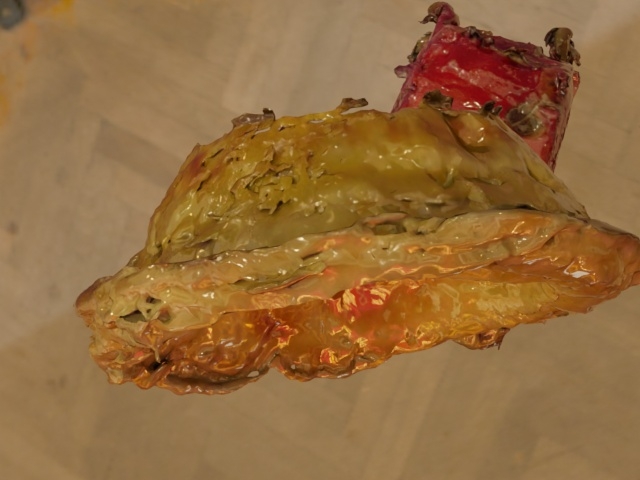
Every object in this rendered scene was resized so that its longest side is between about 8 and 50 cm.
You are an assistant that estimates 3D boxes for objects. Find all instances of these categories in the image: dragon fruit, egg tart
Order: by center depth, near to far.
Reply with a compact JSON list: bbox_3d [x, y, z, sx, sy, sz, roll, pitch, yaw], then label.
[{"bbox_3d":[0.010,0.002,0.497,0.213,0.213,0.090,-15,80,31],"label":"egg tart"},{"bbox_3d":[0.090,-0.053,0.924,0.147,0.211,0.282,14,58,8],"label":"dragon fruit"}]
